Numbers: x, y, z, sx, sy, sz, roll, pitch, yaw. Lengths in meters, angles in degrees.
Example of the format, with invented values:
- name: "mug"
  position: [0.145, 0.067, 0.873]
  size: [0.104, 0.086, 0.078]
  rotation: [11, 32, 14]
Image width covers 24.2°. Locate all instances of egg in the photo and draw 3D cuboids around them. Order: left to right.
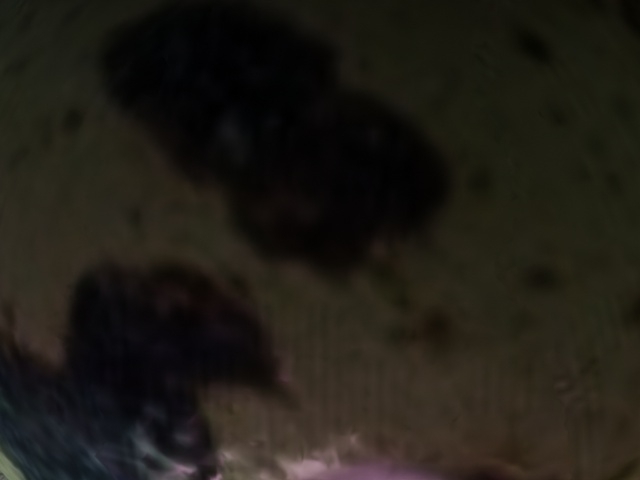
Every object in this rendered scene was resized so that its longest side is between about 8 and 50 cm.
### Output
- name: "egg"
  position: [0.000, 0.000, 0.674]
  size: [0.428, 0.345, 0.345]
  rotation: [22, 180, 28]
